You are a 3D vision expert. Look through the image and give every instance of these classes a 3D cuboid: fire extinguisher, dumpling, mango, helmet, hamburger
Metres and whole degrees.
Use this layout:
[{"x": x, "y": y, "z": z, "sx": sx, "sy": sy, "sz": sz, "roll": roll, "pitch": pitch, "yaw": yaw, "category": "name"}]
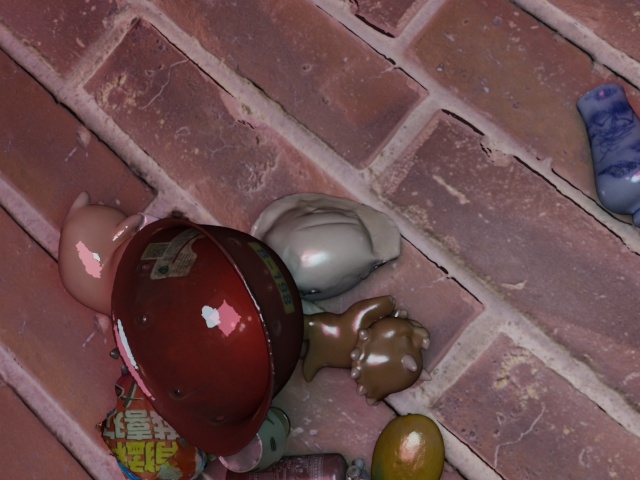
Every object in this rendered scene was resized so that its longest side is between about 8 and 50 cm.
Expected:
[{"x": -0.032, "y": 0.441, "z": 1.421, "sx": 0.268, "sy": 0.105, "sz": 0.105, "roll": -6, "pitch": 80, "yaw": 10, "category": "fire extinguisher"}, {"x": -0.003, "y": 0.003, "z": 1.477, "sx": 0.175, "sy": 0.243, "sz": 0.227, "roll": -51, "pitch": 47, "yaw": 40, "category": "dumpling"}, {"x": 0.155, "y": 0.405, "z": 1.399, "sx": 0.130, "sy": 0.092, "sz": 0.195, "roll": 3, "pitch": 90, "yaw": 10, "category": "mango"}, {"x": -0.150, "y": 0.136, "z": 1.316, "sx": 0.337, "sy": 0.230, "sz": 0.385, "roll": -41, "pitch": 75, "yaw": 34, "category": "helmet"}, {"x": -0.288, "y": 0.329, "z": 1.484, "sx": 0.260, "sy": 0.150, "sz": 0.276, "roll": 25, "pitch": 105, "yaw": 31, "category": "hamburger"}]

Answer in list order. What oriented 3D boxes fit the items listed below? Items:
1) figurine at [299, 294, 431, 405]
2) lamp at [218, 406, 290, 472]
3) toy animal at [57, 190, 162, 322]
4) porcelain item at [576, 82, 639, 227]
[{"x": 0.073, "y": 0.210, "z": 1.399, "sx": 0.247, "sy": 0.177, "sz": 0.173, "roll": -7, "pitch": 61, "yaw": -1, "category": "figurine"}, {"x": -0.115, "y": 0.347, "z": 1.391, "sx": 0.121, "sy": 0.214, "sz": 0.121, "roll": 0, "pitch": 89, "yaw": 11, "category": "lamp"}, {"x": -0.376, "y": 0.046, "z": 1.524, "sx": 0.256, "sy": 0.195, "sz": 0.213, "roll": 18, "pitch": 77, "yaw": 16, "category": "toy animal"}, {"x": 0.538, "y": -0.149, "z": 1.387, "sx": 0.141, "sy": 0.141, "sz": 0.259, "roll": -19, "pitch": 67, "yaw": 8, "category": "porcelain item"}]
